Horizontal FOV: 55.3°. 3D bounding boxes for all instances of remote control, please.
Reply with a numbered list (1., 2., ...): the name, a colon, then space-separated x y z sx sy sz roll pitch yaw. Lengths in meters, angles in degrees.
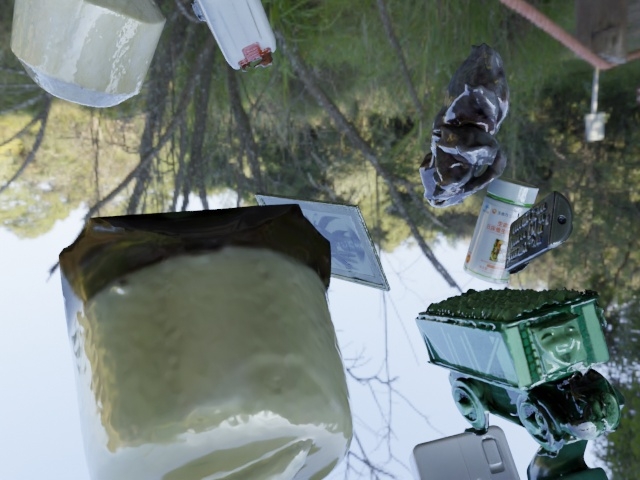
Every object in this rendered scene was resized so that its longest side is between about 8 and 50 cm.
1. remote control: 0.116 -0.003 0.325 0.016 0.034 0.091 10 172 6

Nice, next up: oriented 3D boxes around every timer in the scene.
1. timer: 0.302 0.509 1.269 0.195 0.192 0.195 -14 156 -1

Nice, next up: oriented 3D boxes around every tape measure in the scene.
1. tape measure: -0.200 -0.501 1.203 0.130 0.265 0.258 -28 160 1

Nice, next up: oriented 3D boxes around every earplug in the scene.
1. earplug: 0.410 0.379 0.953 0.258 0.280 0.164 -35 145 32

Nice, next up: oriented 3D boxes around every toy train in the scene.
1. toy train: 0.205 0.129 0.647 0.115 0.154 0.269 -15 179 -12

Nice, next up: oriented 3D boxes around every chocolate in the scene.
1. chocolate: -0.106 0.163 0.672 0.315 0.325 0.297 -5 -142 -21

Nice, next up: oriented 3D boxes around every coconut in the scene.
1. coconut: -0.330 -0.315 0.873 0.202 0.221 0.202 22 -155 -11

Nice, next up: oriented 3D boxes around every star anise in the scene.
1. star anise: 0.260 -0.181 1.079 0.139 0.315 0.359 20 -158 0

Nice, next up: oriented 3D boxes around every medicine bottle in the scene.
1. medicine bottle: 0.324 -0.019 1.104 0.086 0.183 0.086 12 -165 -3

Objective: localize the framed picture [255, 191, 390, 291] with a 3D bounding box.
1. framed picture: 0.000 0.000 1.008 0.232 0.172 0.010 10 -135 43
